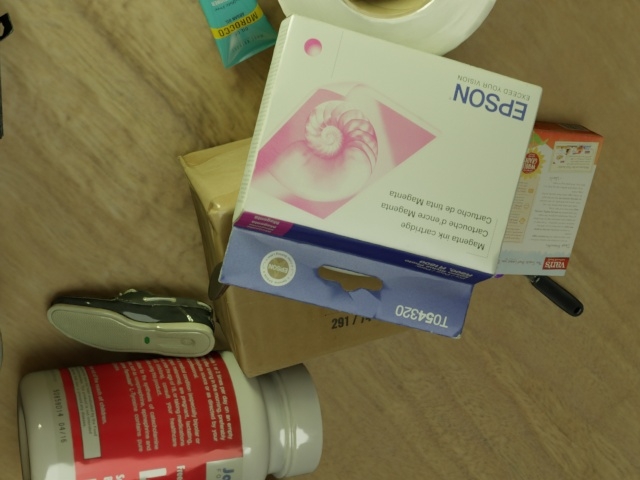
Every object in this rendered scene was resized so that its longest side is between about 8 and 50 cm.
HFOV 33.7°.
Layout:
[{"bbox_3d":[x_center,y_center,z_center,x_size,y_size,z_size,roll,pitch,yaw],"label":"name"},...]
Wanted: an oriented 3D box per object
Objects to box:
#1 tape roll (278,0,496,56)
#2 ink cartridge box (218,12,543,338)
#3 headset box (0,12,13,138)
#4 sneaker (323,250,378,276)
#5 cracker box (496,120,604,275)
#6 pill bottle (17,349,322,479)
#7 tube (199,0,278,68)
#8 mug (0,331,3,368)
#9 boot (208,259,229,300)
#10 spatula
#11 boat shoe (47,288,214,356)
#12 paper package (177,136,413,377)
[{"bbox_3d":[0.079,-0.354,1.270,0.286,0.100,0.286,-1,123,-2],"label":"tape roll"},{"bbox_3d":[0.073,-0.068,1.270,0.324,0.071,0.330,13,90,-12],"label":"ink cartridge box"},{"bbox_3d":[-0.464,-0.207,1.089,0.283,0.246,0.131,-4,123,-19],"label":"headset box"},{"bbox_3d":[0.097,-0.021,1.352,0.217,0.079,0.121,2,110,-24],"label":"sneaker"},{"bbox_3d":[0.322,-0.063,1.610,0.156,0.067,0.232,3,111,-24],"label":"cracker box"},{"bbox_3d":[-0.216,0.279,1.519,0.408,0.229,0.229,-5,123,-20],"label":"pill bottle"},{"bbox_3d":[-0.121,-0.307,1.299,0.080,0.052,0.207,-23,134,4],"label":"tube"},{"bbox_3d":[-0.581,0.093,1.249,0.374,0.276,0.328,-11,139,21],"label":"mug"},{"bbox_3d":[-0.074,0.044,1.342,0.114,0.037,0.106,17,116,-36],"label":"boot"},{"bbox_3d":[0.345,0.054,1.734,0.296,0.030,0.084,33,98,-35],"label":"spatula"},{"bbox_3d":[-0.265,0.109,1.492,0.233,0.079,0.084,8,136,-11],"label":"boat shoe"},{"bbox_3d":[0.000,0.000,1.469,0.325,0.168,0.309,-17,126,-13],"label":"paper package"}]
